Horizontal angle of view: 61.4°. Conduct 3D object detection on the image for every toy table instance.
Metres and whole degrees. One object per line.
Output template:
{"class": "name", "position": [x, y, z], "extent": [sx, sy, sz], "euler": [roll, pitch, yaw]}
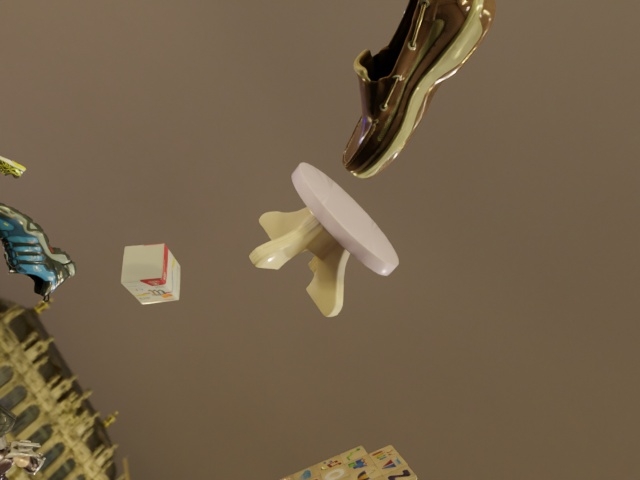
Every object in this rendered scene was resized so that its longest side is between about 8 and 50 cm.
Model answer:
{"class": "toy table", "position": [0.000, 0.000, 1.009], "extent": [0.161, 0.252, 0.274], "euler": [-48, -130, 19]}

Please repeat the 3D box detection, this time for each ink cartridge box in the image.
{"class": "ink cartridge box", "position": [-0.528, 0.107, 1.697], "extent": [0.128, 0.127, 0.176], "euler": [-6, -27, 2]}

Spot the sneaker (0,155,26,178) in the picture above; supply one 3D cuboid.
{"class": "sneaker", "position": [-0.674, -0.158, 1.149], "extent": [0.031, 0.035, 0.083], "euler": [17, -7, 44]}

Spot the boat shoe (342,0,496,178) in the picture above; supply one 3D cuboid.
{"class": "boat shoe", "position": [0.078, -0.182, 0.610], "extent": [0.095, 0.095, 0.257], "euler": [20, -49, -18]}

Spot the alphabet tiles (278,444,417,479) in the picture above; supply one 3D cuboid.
{"class": "alphabet tiles", "position": [0.014, 0.513, 1.094], "extent": [0.285, 0.342, 0.011], "euler": [174, -103, -80]}

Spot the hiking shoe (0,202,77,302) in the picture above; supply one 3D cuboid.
{"class": "hiking shoe", "position": [-0.804, 0.025, 1.455], "extent": [0.113, 0.132, 0.304], "euler": [-5, -47, 43]}

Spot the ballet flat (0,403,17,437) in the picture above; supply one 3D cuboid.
{"class": "ballet flat", "position": [-0.496, 0.221, 0.740], "extent": [0.057, 0.049, 0.173], "euler": [-2, -44, 42]}

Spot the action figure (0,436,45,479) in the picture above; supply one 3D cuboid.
{"class": "action figure", "position": [-0.676, 0.499, 1.108], "extent": [0.185, 0.099, 0.285], "euler": [8, -78, -14]}
